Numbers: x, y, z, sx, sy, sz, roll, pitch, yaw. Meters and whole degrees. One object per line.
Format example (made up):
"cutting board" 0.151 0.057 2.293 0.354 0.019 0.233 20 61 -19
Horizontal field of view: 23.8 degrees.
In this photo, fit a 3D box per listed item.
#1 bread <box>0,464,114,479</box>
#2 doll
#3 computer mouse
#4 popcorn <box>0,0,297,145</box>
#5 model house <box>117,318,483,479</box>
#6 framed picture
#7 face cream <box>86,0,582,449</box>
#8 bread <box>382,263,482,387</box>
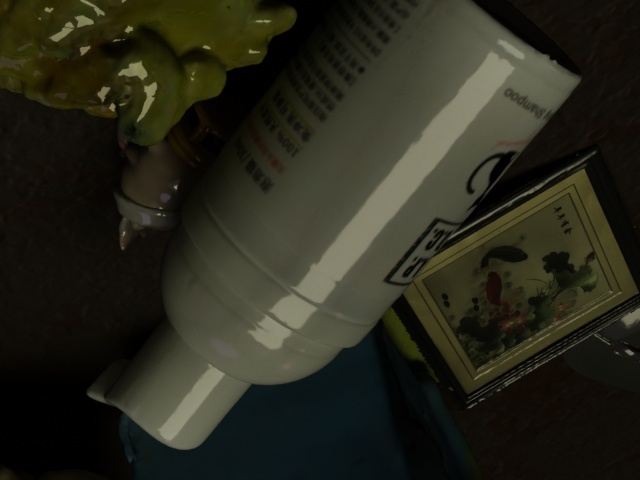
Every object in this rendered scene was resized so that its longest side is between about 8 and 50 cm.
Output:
"bread" -0.314 0.350 1.214 0.371 0.279 0.390 -7 157 -9
"doll" -0.105 -0.048 0.996 0.084 0.073 0.127 38 120 -10
"computer mouse" 0.319 0.092 1.342 0.232 0.057 0.120 12 136 -33
"popcorn" -0.098 -0.136 0.824 0.173 0.142 0.174 -11 121 -19
"model house" 0.011 0.218 1.220 0.237 0.216 0.303 -23 147 9
"framed picture" 0.161 0.034 1.198 0.199 0.010 0.195 -31 134 3
"face cream" -0.011 -0.002 0.931 0.145 0.145 0.370 22 113 -41
"bread" 0.029 0.081 1.242 0.228 0.034 0.228 -11 145 -8
